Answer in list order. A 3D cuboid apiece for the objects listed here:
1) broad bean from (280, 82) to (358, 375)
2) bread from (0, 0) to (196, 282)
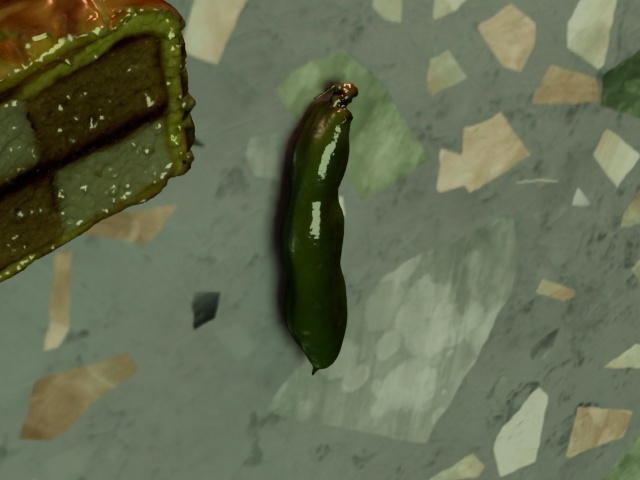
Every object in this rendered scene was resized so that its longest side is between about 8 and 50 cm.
[{"bbox_3d":[-0.003,0.001,0.942,0.065,0.046,0.254,-22,125,-42],"label":"broad bean"},{"bbox_3d":[-0.186,-0.070,0.711,0.222,0.096,0.181,-33,149,-19],"label":"bread"}]
